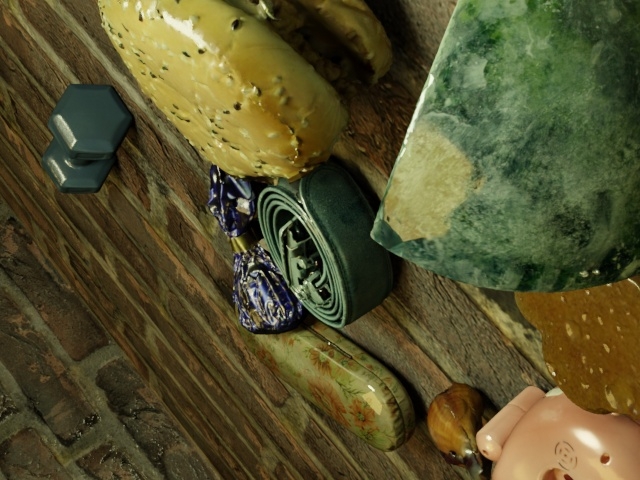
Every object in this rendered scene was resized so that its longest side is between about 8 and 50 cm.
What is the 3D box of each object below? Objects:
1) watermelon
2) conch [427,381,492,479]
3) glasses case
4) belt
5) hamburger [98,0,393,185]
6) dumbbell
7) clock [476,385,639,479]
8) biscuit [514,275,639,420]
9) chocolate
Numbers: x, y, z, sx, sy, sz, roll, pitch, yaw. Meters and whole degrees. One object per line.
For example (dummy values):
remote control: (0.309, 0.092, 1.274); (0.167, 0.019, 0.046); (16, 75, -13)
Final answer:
watermelon: (0.169, -0.078, 0.688); (0.320, 0.290, 0.213); (50, -173, -19)
conch: (0.183, 0.255, 1.100); (0.086, 0.080, 0.232); (54, -161, -24)
glasses case: (-0.004, 0.210, 1.427); (0.425, 0.098, 0.156); (29, 139, 43)
belt: (0.000, 0.000, 1.149); (0.206, 0.116, 0.267); (40, 153, 38)
hamburger: (-0.096, -0.220, 0.913); (0.277, 0.195, 0.318); (46, 164, -25)
dumbbell: (-0.489, -0.202, 1.723); (0.144, 0.159, 0.325); (30, 157, -13)
clock: (0.311, 0.266, 0.907); (0.227, 0.142, 0.241); (55, 151, 1)
biscuit: (0.288, 0.103, 0.764); (0.320, 0.047, 0.183); (39, 144, 50)
chocolate: (-0.123, -0.017, 1.353); (0.148, 0.126, 0.343); (-78, -30, -66)
